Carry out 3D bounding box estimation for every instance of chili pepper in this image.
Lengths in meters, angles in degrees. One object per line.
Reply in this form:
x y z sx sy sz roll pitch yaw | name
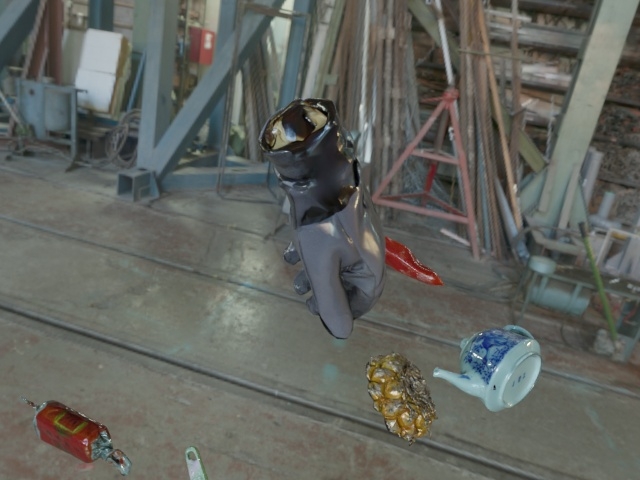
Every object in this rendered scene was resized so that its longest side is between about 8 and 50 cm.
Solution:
0.150 0.033 0.975 0.191 0.050 0.059 31 4 8 | chili pepper

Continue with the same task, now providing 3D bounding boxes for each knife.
-0.126 0.309 0.587 0.014 0.030 0.207 30 8 -35 | knife

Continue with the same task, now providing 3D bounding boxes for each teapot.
0.338 0.234 1.020 0.232 0.158 0.159 -23 34 -28 | teapot

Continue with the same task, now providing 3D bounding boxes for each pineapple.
0.183 0.329 1.119 0.225 0.076 0.224 39 29 -27 | pineapple

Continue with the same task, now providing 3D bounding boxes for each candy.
-0.480 0.372 1.004 0.292 0.086 0.059 15 34 22 | candy

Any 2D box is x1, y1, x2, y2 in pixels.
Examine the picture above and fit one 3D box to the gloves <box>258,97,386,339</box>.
0.009 -0.004 0.531 0.119 0.285 0.142 1 47 6 | gloves
